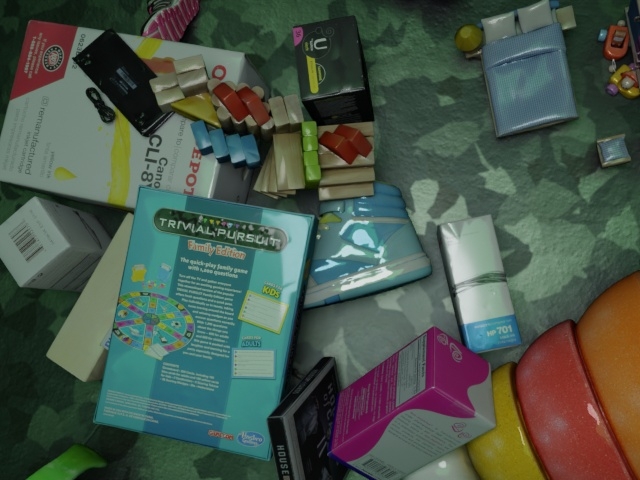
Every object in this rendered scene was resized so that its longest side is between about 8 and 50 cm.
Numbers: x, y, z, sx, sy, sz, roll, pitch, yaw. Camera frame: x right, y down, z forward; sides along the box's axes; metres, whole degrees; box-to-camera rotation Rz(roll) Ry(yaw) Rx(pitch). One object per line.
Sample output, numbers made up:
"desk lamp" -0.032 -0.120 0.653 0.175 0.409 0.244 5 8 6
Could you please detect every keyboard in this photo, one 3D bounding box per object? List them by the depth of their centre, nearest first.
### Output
"keyboard" -0.309 -0.235 0.989 0.108 0.023 0.180 -43 78 -5

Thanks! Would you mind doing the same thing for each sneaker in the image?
"sneaker" 0.000 0.000 1.024 0.318 0.127 0.208 -14 83 -2
"sneaker" -0.277 -0.390 1.123 0.074 0.063 0.171 4 48 22

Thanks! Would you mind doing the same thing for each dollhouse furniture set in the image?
"dollhouse furniture set" 0.357 -0.236 0.932 0.303 0.198 0.287 -10 82 21

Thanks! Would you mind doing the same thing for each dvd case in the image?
"dvd case" -0.007 0.288 0.912 0.029 0.238 0.180 -9 96 19

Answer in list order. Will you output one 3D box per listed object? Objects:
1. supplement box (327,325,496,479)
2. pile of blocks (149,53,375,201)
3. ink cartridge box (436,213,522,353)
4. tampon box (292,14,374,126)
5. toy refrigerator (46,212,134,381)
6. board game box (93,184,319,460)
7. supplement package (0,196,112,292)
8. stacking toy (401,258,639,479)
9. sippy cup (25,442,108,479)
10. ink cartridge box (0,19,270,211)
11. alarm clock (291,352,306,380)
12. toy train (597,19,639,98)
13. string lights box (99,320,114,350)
"supplement box" 0.123 0.236 0.895 0.111 0.114 0.220 35 127 -17
"pile of blocks" -0.083 -0.151 0.911 0.361 0.112 0.149 19 84 -1
"ink cartridge box" 0.234 0.068 0.965 0.082 0.139 0.191 -11 82 8
"tampon box" 0.023 -0.263 1.030 0.101 0.161 0.121 -8 81 8
"toy refrigerator" -0.339 0.094 1.078 0.094 0.102 0.270 29 89 11
"board game box" -0.156 0.110 0.909 0.253 0.079 0.336 10 88 6
"supplement package" -0.431 0.012 1.062 0.105 0.179 0.105 -40 79 3
"stacking toy" 0.323 0.255 0.890 0.479 0.350 0.351 -24 79 24
"sippy cup" -0.443 0.475 0.986 0.305 0.224 0.240 -25 79 5
"ink cartridge box" -0.308 -0.188 1.076 0.384 0.160 0.280 11 86 10
"alarm clock" -0.091 0.177 1.010 0.192 0.129 0.064 29 89 15
"toy train" 0.517 -0.283 1.009 0.166 0.046 0.125 18 87 11
"string lights box" -0.203 0.200 1.025 0.259 0.133 0.077 30 89 12
